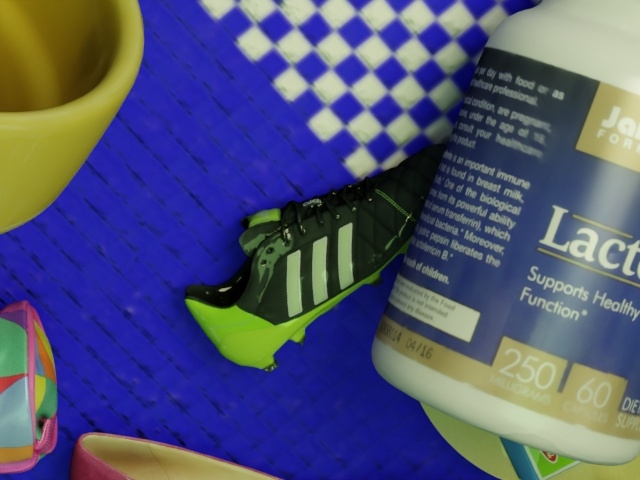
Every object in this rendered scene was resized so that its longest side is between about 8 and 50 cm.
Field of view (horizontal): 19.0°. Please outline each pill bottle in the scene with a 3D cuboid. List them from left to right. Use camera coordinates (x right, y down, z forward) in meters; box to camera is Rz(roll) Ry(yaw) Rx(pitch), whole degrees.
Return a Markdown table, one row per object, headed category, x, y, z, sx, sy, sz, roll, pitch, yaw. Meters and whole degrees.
| category | x | y | z | sx | sy | sz | roll | pitch | yaw |
| --- | --- | --- | --- | --- | --- | --- | --- | --- | --- |
| pill bottle | 0.138 | -0.030 | 0.995 | 0.153 | 0.153 | 0.264 | 19 | 94 | -13 |

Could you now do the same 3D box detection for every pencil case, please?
| category | x | y | z | sx | sy | sz | roll | pitch | yaw |
| --- | --- | --- | --- | --- | --- | --- | --- | --- | --- |
| pencil case | -0.264 | 0.095 | 1.064 | 0.236 | 0.104 | 0.104 | -9 | 114 | -1 |

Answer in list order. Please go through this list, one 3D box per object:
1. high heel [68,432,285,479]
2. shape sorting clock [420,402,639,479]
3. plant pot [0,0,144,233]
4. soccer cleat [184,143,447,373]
| category | x | y | z | sx | sy | sz | roll | pitch | yaw |
| --- | --- | --- | --- | --- | --- | --- | --- | --- | --- |
| high heel | -0.024 | 0.153 | 1.122 | 0.244 | 0.082 | 0.117 | -2 | 124 | 10 |
| shape sorting clock | 0.150 | 0.049 | 1.112 | 0.206 | 0.040 | 0.206 | -2 | 104 | -8 |
| plant pot | -0.250 | -0.064 | 0.929 | 0.254 | 0.254 | 0.239 | 28 | 124 | -16 |
| soccer cleat | 0.000 | 0.000 | 1.069 | 0.179 | 0.060 | 0.072 | -41 | 105 | 15 |
